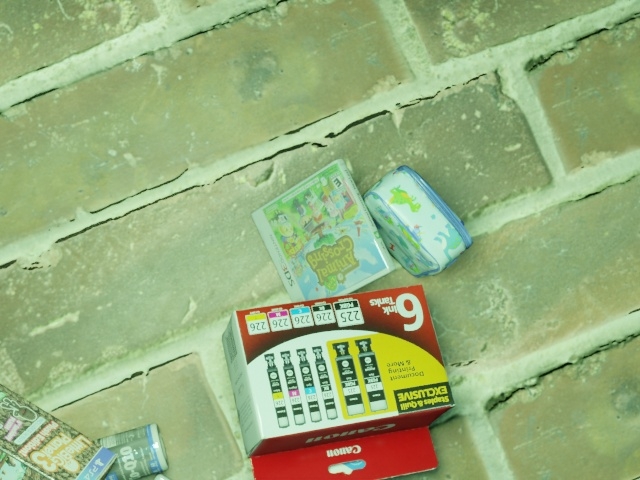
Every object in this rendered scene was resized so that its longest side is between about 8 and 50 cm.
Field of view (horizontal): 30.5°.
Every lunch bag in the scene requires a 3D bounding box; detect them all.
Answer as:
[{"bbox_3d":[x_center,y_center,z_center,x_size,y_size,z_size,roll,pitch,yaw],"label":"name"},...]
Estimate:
[{"bbox_3d":[0.145,-0.025,1.848,0.090,0.219,0.176,-40,90,-9],"label":"lunch bag"}]

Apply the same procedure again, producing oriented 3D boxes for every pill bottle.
[{"bbox_3d":[-0.314,0.342,1.843,0.137,0.078,0.078,-16,84,-5],"label":"pill bottle"}]

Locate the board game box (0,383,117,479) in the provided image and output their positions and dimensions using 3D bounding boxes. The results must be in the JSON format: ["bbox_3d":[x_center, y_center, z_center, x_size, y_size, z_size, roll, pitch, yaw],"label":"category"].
[{"bbox_3d":[-0.496,0.360,1.753,0.291,0.141,0.232,32,111,1],"label":"board game box"}]

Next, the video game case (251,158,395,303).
[{"bbox_3d":[0.000,0.000,1.862,0.023,0.212,0.193,-20,82,-50],"label":"video game case"}]

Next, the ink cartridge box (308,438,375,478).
[{"bbox_3d":[-0.028,0.401,1.835,0.134,0.078,0.231,29,71,1],"label":"ink cartridge box"}]

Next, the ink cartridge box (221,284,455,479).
[{"bbox_3d":[0.032,0.231,1.794,0.309,0.130,0.271,-8,69,-17],"label":"ink cartridge box"}]

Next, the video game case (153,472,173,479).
[{"bbox_3d":[-0.194,0.579,1.843,0.329,0.036,0.300,31,82,2],"label":"video game case"}]
